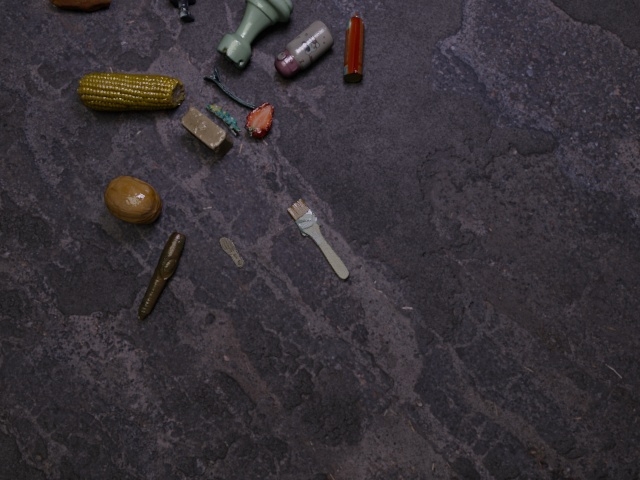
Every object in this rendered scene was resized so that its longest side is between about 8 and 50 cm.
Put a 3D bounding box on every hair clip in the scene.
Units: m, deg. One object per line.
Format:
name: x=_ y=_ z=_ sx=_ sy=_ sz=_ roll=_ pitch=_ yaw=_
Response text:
hair clip: x=-0.337 y=-0.561 z=1.722 sx=0.229 sy=0.039 sz=0.070 roll=42 pitch=87 yaw=1
hair clip: x=-0.359 y=-0.462 z=1.707 sx=0.173 sy=0.049 sz=0.049 roll=43 pitch=86 yaw=8

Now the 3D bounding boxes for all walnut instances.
walnut: x=-0.666 y=-0.141 z=1.613 sx=0.197 sy=0.165 sz=0.165 roll=22 pitch=84 yaw=1

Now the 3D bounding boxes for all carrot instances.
carrot: x=-0.571 y=0.131 z=1.628 sx=0.070 sy=0.070 sz=0.342 roll=23 pitch=86 yaw=5

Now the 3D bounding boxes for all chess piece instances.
chess piece: x=-0.255 y=-0.793 z=1.680 sx=0.195 sy=0.194 sz=0.299 roll=36 pitch=95 yaw=6

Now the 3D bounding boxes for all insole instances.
insole: x=-0.323 y=0.042 z=1.659 sx=0.045 sy=0.002 sz=0.135 roll=-36 pitch=83 yaw=-2

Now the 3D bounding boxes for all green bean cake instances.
green bean cake: x=-0.415 y=-0.395 z=1.663 sx=0.179 sy=0.109 sz=0.085 roll=40 pitch=86 yaw=5

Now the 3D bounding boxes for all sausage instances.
sausage: x=0.127 y=-0.728 z=1.700 sx=0.083 sy=0.083 sz=0.263 roll=4 pitch=82 yaw=3

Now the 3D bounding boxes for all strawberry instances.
strawberry: x=-0.222 y=-0.444 z=1.696 sx=0.104 sy=0.048 sz=0.152 roll=30 pitch=71 yaw=12

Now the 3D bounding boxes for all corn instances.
corn: x=-0.703 y=-0.545 z=1.677 sx=0.388 sy=0.144 sz=0.143 roll=3 pitch=83 yaw=3

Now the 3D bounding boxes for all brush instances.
brush: x=0.000 y=0.000 z=1.644 sx=0.085 sy=0.020 sz=0.336 roll=-36 pitch=83 yaw=-3

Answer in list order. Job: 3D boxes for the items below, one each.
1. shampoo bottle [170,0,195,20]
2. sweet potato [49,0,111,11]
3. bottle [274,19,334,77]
shampoo bottle: x=-0.545 y=-1.001 z=1.761 sx=0.098 sy=0.071 sz=0.309 roll=-10 pitch=83 yaw=0
sweet potato: x=-0.925 y=-0.940 z=1.764 sx=0.252 sy=0.097 sz=0.097 roll=-6 pitch=83 yaw=6
bottle: x=-0.068 y=-0.700 z=1.688 sx=0.233 sy=0.110 sz=0.110 roll=-40 pitch=83 yaw=-3
